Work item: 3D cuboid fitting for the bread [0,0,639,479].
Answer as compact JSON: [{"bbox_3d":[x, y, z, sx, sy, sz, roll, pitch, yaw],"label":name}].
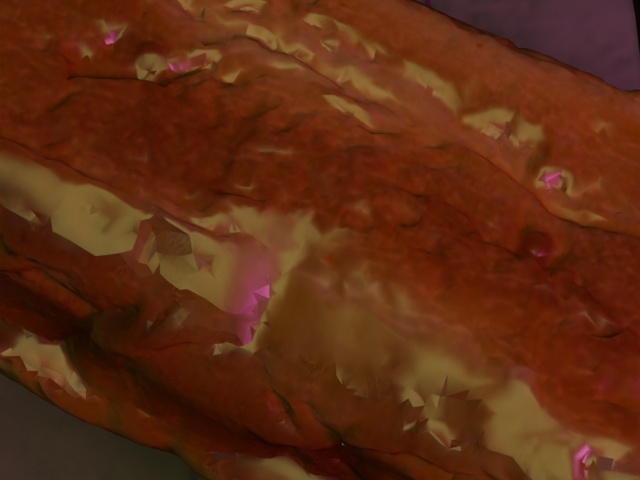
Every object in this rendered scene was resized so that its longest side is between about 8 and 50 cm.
[{"bbox_3d":[-0.002,0.005,0.715,0.344,0.149,0.195,27,64,13],"label":"bread"}]
